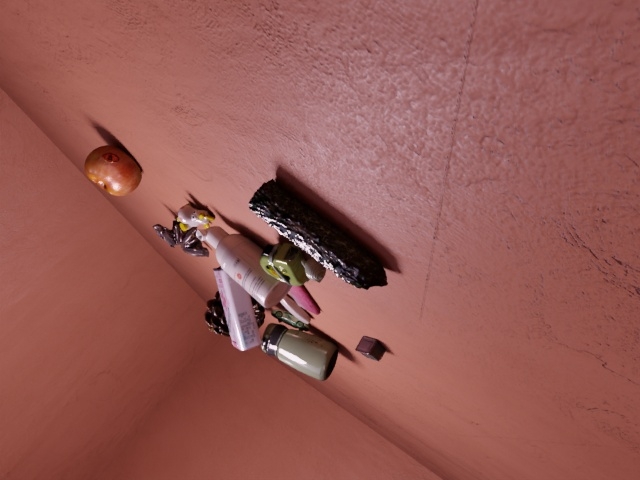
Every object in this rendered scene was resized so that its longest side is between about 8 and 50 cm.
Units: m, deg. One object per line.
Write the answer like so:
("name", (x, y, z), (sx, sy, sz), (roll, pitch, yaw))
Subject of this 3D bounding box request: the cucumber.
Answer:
("cucumber", (0.000, 0.000, 1.006), (0.359, 0.096, 0.096), (38, 159, 8))

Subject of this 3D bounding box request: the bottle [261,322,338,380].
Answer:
("bottle", (-0.102, 0.467, 1.911), (0.347, 0.168, 0.168), (18, 152, 21))

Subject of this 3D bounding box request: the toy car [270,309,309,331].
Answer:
("toy car", (-0.132, 0.347, 1.957), (0.186, 0.058, 0.093), (22, 156, 13))

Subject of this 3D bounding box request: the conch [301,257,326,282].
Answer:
("conch", (-0.013, 0.078, 1.236), (0.076, 0.056, 0.085), (41, -163, -53))

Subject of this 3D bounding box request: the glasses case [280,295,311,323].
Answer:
("glasses case", (-0.105, 0.279, 1.799), (0.164, 0.041, 0.063), (43, 160, -6))

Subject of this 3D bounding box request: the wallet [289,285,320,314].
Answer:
("wallet", (-0.087, 0.183, 1.602), (0.119, 0.025, 0.232), (20, 151, 44))

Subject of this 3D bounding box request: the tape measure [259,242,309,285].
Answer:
("tape measure", (-0.106, 0.070, 1.327), (0.154, 0.087, 0.177), (14, 150, 28))

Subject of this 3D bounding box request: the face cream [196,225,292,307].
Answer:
("face cream", (-0.267, 0.060, 1.505), (0.369, 0.145, 0.145), (39, 160, 21))

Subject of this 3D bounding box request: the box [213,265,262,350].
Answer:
("box", (-0.361, 0.278, 1.923), (0.190, 0.112, 0.370), (-6, 96, 63))

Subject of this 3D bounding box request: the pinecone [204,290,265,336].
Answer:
("pinecone", (-0.415, 0.352, 2.171), (0.296, 0.298, 0.242), (-8, 84, 51))

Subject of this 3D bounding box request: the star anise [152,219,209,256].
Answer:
("star anise", (-0.620, -0.008, 2.010), (0.282, 0.129, 0.212), (38, 166, -18))

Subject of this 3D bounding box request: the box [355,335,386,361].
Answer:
("box", (0.171, 0.368, 1.488), (0.063, 0.060, 0.084), (43, 158, -19))

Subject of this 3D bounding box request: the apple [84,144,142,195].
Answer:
("apple", (-0.822, -0.277, 1.753), (0.209, 0.164, 0.209), (32, 158, 15))

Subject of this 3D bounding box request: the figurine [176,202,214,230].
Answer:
("figurine", (-0.463, -0.089, 1.643), (0.129, 0.109, 0.178), (19, 165, -19))
